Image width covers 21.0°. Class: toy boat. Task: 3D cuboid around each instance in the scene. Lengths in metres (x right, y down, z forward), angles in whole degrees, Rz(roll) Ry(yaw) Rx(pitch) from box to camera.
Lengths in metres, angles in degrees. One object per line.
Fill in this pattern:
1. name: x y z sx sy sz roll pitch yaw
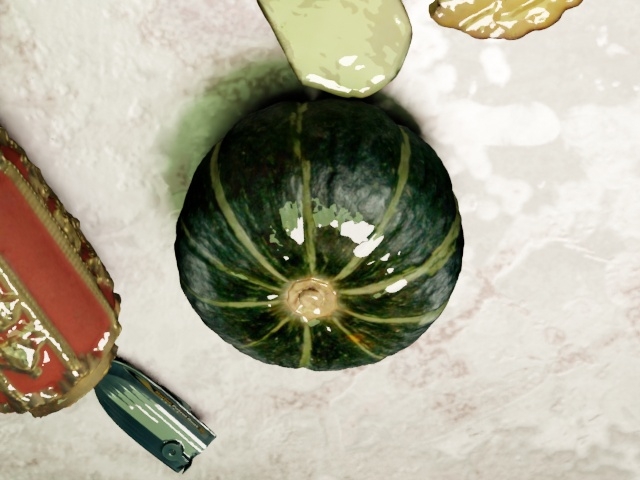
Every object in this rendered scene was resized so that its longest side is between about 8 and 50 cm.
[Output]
1. toy boat: -0.169 0.162 1.660 0.141 0.060 0.055 41 115 -12

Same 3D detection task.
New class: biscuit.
1. biscuit: 0.171 -0.236 1.411 0.118 0.061 0.183 30 114 -23

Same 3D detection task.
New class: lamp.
1. lamp: -0.289 0.027 1.518 0.177 0.177 0.274 -24 116 15

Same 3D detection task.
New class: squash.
1. squash: 0.000 0.000 1.496 0.252 0.165 0.252 1 131 2

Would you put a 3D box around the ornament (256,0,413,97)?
1. ornament: 0.007 -0.230 1.429 0.180 0.059 0.201 19 116 -8
